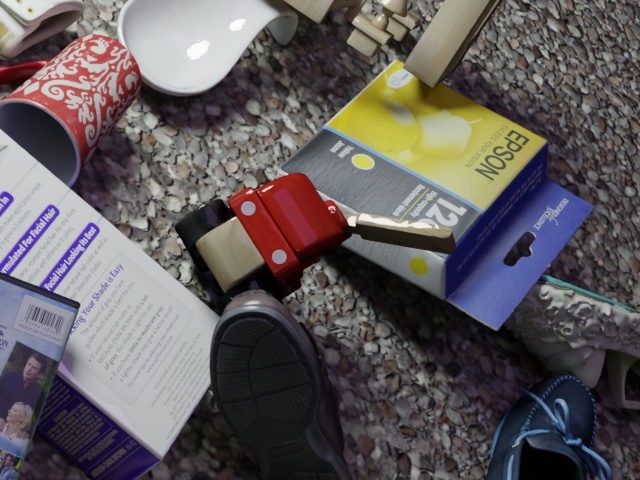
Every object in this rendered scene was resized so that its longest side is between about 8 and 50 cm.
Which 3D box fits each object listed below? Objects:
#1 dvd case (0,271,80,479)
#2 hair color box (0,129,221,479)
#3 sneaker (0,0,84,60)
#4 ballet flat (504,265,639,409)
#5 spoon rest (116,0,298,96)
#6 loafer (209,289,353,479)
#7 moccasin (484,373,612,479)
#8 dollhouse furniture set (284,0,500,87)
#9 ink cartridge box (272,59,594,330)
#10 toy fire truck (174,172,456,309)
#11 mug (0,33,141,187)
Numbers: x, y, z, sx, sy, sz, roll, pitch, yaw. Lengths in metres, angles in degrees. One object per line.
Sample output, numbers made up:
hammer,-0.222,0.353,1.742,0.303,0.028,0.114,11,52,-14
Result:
dvd case,-0.339,0.140,1.549,0.180,0.022,0.253,22,74,-14
hair color box,-0.263,0.064,1.691,0.339,0.110,0.185,42,45,-10
sneaker,-0.377,-0.270,1.829,0.292,0.108,0.169,-15,69,-45
ballet flat,0.362,0.135,2.134,0.409,0.147,0.147,16,52,-29
spoon rest,-0.124,-0.245,2.032,0.276,0.084,0.137,-24,78,-46
loafer,-0.036,0.158,1.740,0.095,0.109,0.302,-85,160,-51
moccasin,0.258,0.274,1.954,0.138,0.117,0.342,39,45,-11
dollhouse furniture set,0.048,-0.362,2.142,0.355,0.174,0.303,35,15,5
ink cartridge box,0.143,-0.063,2.054,0.307,0.072,0.303,27,40,15
toy fire truck,0.000,0.000,1.805,0.246,0.217,0.158,-32,81,-4
mug,-0.277,-0.152,1.828,0.150,0.113,0.169,44,40,-8
